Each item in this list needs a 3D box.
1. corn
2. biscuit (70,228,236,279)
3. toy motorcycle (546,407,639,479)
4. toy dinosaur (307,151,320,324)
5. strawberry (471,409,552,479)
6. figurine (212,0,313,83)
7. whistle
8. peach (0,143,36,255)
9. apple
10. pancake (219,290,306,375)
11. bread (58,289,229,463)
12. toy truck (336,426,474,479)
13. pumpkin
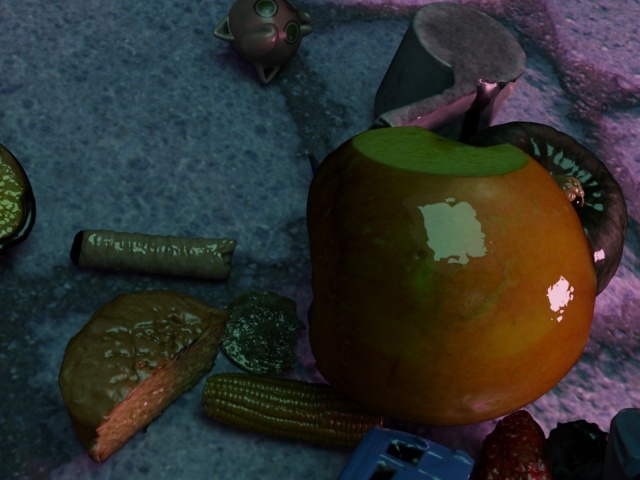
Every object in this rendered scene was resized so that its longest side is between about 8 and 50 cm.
[{"bbox_3d":[-0.034,0.211,1.491,0.231,0.080,0.080,9,52,-4],"label":"corn"},{"bbox_3d":[-0.222,0.016,1.592,0.219,0.061,0.055,6,8,-14],"label":"biscuit"},{"bbox_3d":[0.414,0.367,1.400,0.172,0.232,0.416,-8,56,-35],"label":"toy motorcycle"},{"bbox_3d":[0.000,0.000,1.663,0.188,0.075,0.248,-26,71,-27],"label":"toy dinosaur"},{"bbox_3d":[0.230,0.289,1.457,0.097,0.174,0.228,-5,49,4],"label":"strawberry"},{"bbox_3d":[-0.086,-0.328,1.850,0.125,0.125,0.138,35,68,11],"label":"figurine"},{"bbox_3d":[0.178,-0.197,1.769,0.188,0.168,0.405,25,43,-2],"label":"whistle"},{"bbox_3d":[-0.500,-0.066,1.569,0.279,0.068,0.189,42,62,14],"label":"peach"},{"bbox_3d":[0.152,0.031,1.444,0.374,0.374,0.384,8,50,-10],"label":"apple"},{"bbox_3d":[-0.079,0.119,1.578,0.116,0.023,0.130,16,52,-1],"label":"pancake"},{"bbox_3d":[-0.232,0.151,1.446,0.139,0.143,0.229,32,48,22],"label":"bread"},{"bbox_3d":[0.043,0.386,1.330,0.162,0.161,0.385,25,52,15],"label":"toy truck"},{"bbox_3d":[0.289,-0.029,1.678,0.300,0.207,0.300,8,61,-14],"label":"pumpkin"}]
